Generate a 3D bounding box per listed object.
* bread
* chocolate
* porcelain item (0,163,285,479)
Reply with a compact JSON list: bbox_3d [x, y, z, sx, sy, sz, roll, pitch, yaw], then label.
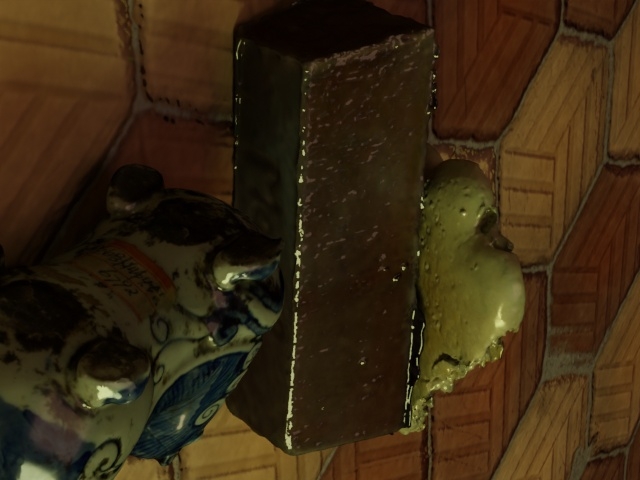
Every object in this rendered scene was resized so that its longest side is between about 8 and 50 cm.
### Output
[{"bbox_3d":[0.070,0.030,1.237,0.039,0.182,0.251,-10,157,-23],"label":"bread"},{"bbox_3d":[0.000,0.000,1.165,0.112,0.112,0.321,-19,123,-37],"label":"chocolate"},{"bbox_3d":[-0.135,0.076,0.981,0.288,0.138,0.186,-37,153,-52],"label":"porcelain item"}]
